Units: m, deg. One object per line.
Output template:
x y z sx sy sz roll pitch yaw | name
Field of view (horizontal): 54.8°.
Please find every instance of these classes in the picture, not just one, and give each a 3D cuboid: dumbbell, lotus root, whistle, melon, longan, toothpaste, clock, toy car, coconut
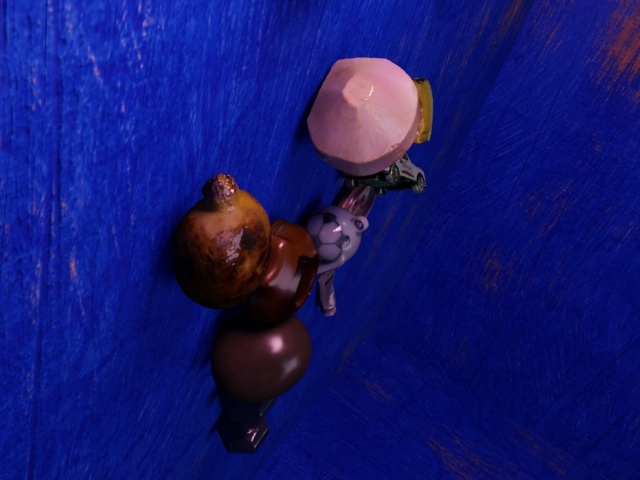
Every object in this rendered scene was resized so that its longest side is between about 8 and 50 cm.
-0.217 0.495 1.776 0.324 0.160 0.144 104 -8 -52 | dumbbell
-0.157 0.013 1.003 0.169 0.141 0.314 -46 161 -31 | lotus root
0.000 0.000 1.556 0.290 0.163 0.163 -22 -172 34 | whistle
0.186 -0.322 1.533 0.265 0.129 0.169 -25 125 -58 | melon
-0.133 0.260 1.435 0.246 0.215 0.246 -13 171 -2 | longan
0.023 0.168 2.111 0.096 0.061 0.266 -49 156 -28 | toothpaste
0.086 -0.085 1.781 0.244 0.056 0.244 -52 164 -21 | clock
0.174 -0.190 1.637 0.306 0.136 0.125 3 86 -58 | toy car
0.085 -0.239 1.196 0.237 0.197 0.237 -51 169 -15 | coconut

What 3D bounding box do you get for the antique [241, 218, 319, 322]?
-0.087 0.069 1.335 0.278 0.129 0.223 75 37 -71 | antique
